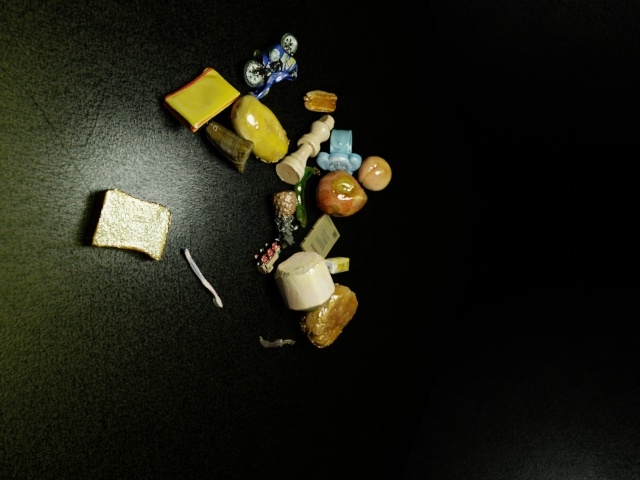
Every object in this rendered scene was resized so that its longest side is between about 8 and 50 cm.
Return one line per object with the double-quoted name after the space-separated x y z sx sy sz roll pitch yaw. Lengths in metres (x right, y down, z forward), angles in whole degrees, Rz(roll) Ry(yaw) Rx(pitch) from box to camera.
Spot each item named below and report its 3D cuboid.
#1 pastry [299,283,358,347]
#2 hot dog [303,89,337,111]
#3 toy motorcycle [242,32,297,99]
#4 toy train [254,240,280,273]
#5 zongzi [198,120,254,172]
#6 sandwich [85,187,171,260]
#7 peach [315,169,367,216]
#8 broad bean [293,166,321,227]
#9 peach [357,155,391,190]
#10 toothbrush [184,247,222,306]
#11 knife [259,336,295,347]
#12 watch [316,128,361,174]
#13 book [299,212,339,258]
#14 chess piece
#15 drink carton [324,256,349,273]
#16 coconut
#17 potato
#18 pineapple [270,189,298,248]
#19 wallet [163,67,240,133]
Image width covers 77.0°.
0.029 0.340 1.874 0.311 0.161 0.255 -47 138 -25 "pastry"
0.005 -0.634 1.839 0.235 0.062 0.092 -15 121 -54 "hot dog"
-0.181 -0.672 1.579 0.315 0.113 0.169 -49 138 -24 "toy motorcycle"
-0.212 0.066 1.649 0.138 0.050 0.087 -54 136 -34 "toy train"
-0.346 -0.333 1.452 0.187 0.184 0.084 32 63 -7 "zongzi"
-0.565 -0.044 1.200 0.214 0.065 0.186 17 79 -49 "sandwich"
0.100 -0.211 1.851 0.214 0.235 0.214 13 90 -83 "peach"
-0.071 -0.211 1.794 0.144 0.049 0.292 30 69 -51 "broad bean"
0.281 -0.352 2.101 0.184 0.184 0.184 -6 98 -50 "peach"
-0.415 0.137 1.425 0.021 0.027 0.269 -90 160 -60 "toothbrush"
-0.184 0.444 1.735 0.222 0.021 0.046 22 74 -48 "knife"
0.095 -0.418 1.896 0.211 0.210 0.193 35 56 -46 "watch"
0.000 0.000 1.915 0.231 0.026 0.161 -54 130 -33 "book"
-0.048 -0.415 1.761 0.397 0.117 0.117 -58 133 -31 "chess piece"
0.057 0.123 1.952 0.200 0.084 0.075 -4 100 -55 "drink carton"
-0.062 0.188 1.697 0.239 0.239 0.244 -38 120 -42 "coconut"
-0.225 -0.412 1.509 0.300 0.140 0.173 42 49 -53 "potato"
-0.148 -0.085 1.667 0.119 0.111 0.237 -14 106 -40 "pineapple"
-0.397 -0.471 1.347 0.141 0.067 0.241 42 56 -6 "wallet"
